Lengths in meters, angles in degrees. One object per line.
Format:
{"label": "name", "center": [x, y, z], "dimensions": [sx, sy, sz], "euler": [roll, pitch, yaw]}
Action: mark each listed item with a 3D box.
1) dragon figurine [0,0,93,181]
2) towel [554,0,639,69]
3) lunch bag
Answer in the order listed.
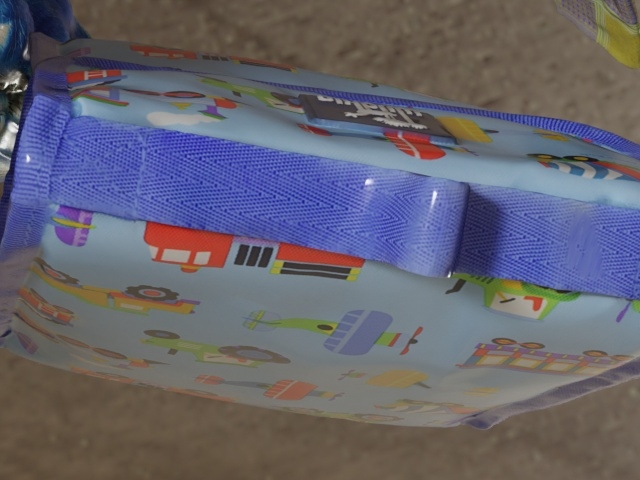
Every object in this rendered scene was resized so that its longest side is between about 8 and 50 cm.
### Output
{"label": "dragon figurine", "center": [-0.157, -0.086, 1.023], "dimensions": [0.085, 0.144, 0.289], "euler": [-26, -175, 17]}
{"label": "towel", "center": [0.116, -0.111, 0.846], "dimensions": [0.009, 0.060, 0.083], "euler": [-40, 149, -7]}
{"label": "lunch bag", "center": [0.000, 0.000, 0.677], "dimensions": [0.221, 0.138, 0.293], "euler": [10, 179, -10]}
